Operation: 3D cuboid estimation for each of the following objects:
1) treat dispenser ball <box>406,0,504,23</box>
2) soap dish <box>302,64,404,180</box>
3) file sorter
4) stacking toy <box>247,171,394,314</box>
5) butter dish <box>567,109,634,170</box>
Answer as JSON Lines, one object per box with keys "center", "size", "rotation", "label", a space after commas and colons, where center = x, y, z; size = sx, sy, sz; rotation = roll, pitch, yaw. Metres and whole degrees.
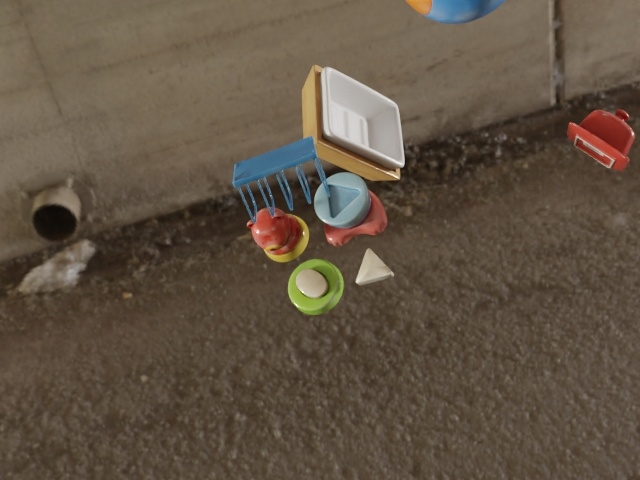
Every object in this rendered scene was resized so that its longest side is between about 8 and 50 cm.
{"center": [0.298, -0.620, 1.671], "size": [0.288, 0.288, 0.288], "rotation": [-9, 33, 6], "label": "treat dispenser ball"}
{"center": [0.078, -0.287, 1.952], "size": [0.118, 0.291, 0.228], "rotation": [-27, 55, 41], "label": "soap dish"}
{"center": [-0.076, -0.119, 1.540], "size": [0.170, 0.104, 0.118], "rotation": [-19, 23, 4], "label": "file sorter"}
{"center": [0.000, 0.000, 1.746], "size": [0.309, 0.130, 0.279], "rotation": [-26, 62, 12], "label": "stacking toy"}
{"center": [0.671, -0.252, 1.792], "size": [0.160, 0.160, 0.118], "rotation": [38, 96, 15], "label": "butter dish"}
